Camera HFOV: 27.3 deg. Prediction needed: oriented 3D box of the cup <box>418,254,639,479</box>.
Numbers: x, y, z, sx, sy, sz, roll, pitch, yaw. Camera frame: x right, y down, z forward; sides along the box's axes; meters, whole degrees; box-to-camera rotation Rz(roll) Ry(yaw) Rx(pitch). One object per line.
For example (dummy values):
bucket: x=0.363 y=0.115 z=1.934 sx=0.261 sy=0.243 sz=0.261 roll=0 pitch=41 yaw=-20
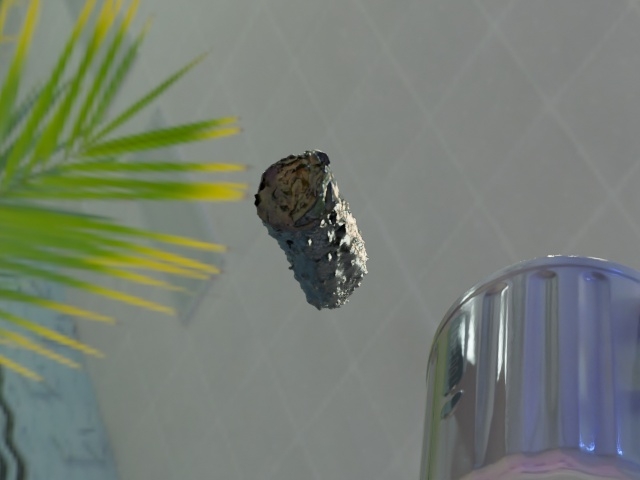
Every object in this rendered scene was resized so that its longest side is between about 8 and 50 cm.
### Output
cup: x=0.135 y=0.100 z=0.695 sx=0.202 sy=0.167 sz=0.221 roll=-68 pitch=168 yaw=-64

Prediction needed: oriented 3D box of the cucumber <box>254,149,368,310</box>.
cucumber: x=0.000 y=0.000 z=0.775 sx=0.053 sy=0.181 sz=0.053 roll=-4 pitch=-113 yaw=10
